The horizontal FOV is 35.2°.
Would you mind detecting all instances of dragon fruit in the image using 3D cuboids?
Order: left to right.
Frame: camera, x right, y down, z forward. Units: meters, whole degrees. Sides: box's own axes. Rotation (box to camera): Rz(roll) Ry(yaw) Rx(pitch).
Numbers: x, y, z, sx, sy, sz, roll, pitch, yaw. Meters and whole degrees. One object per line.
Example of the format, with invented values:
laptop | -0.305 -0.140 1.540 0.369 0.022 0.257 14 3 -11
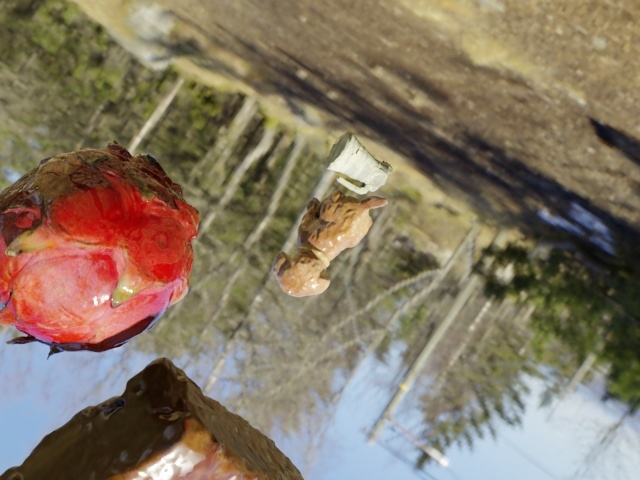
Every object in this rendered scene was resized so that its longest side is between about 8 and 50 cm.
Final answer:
dragon fruit | -0.263 0.008 1.158 0.253 0.240 0.241 -11 -166 -13

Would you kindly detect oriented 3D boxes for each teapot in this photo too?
teapot | 0.051 -0.094 1.302 0.083 0.067 0.057 30 159 -20

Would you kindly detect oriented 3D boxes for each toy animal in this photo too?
toy animal | 0.011 0.007 1.653 0.104 0.185 0.184 50 145 -16

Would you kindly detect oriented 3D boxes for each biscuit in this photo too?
biscuit | -0.219 0.369 1.353 0.395 0.343 0.166 49 -177 -47
